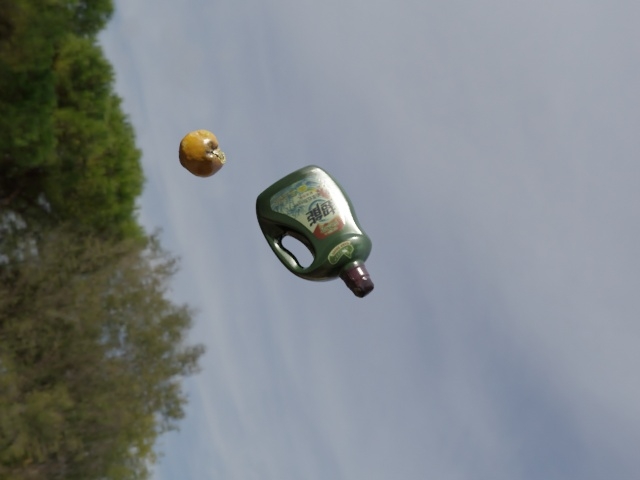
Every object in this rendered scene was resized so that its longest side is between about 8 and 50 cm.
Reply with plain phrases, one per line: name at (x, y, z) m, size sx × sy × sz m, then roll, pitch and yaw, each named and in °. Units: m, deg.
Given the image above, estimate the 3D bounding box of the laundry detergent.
laundry detergent at (0.000, 0.000, 1.366) m, size 0.221 × 0.144 × 0.078 m, roll 59°, pitch -4°, yaw 20°

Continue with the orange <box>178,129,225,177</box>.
orange at (-0.205, -0.149, 1.551) m, size 0.062 × 0.086 × 0.086 m, roll 9°, pitch -70°, yaw 53°
